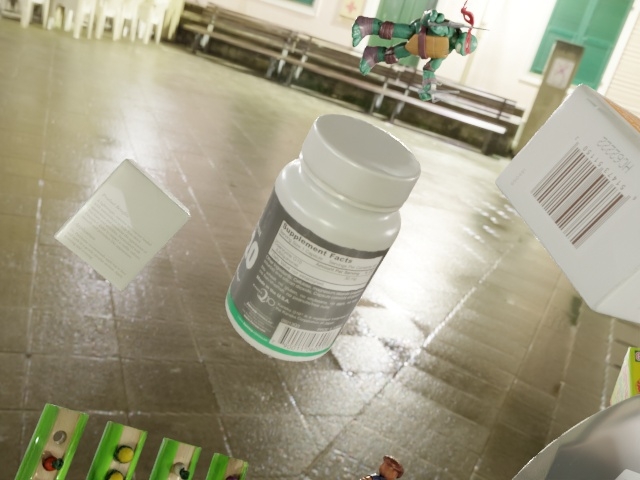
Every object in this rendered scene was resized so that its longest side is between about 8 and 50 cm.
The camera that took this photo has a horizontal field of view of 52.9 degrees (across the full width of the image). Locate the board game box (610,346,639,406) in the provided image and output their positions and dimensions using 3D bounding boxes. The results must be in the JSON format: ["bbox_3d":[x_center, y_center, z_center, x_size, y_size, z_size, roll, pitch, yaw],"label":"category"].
[{"bbox_3d":[0.492,0.255,1.008,0.043,0.181,0.092,5,51,17],"label":"board game box"}]

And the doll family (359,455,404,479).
[{"bbox_3d":[0.054,0.308,0.703,0.111,0.193,0.076,-34,64,-20],"label":"doll family"}]

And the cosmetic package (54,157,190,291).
[{"bbox_3d":[-0.353,-0.033,1.170,0.151,0.183,0.151,44,-5,-14],"label":"cosmetic package"}]

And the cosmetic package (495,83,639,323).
[{"bbox_3d":[0.468,-0.005,0.821,0.453,0.161,0.230,15,35,-34],"label":"cosmetic package"}]

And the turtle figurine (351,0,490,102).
[{"bbox_3d":[0.177,-0.329,1.100,0.234,0.175,0.118,10,47,23],"label":"turtle figurine"}]

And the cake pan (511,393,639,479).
[{"bbox_3d":[0.216,0.198,0.441,0.054,0.293,0.293,51,23,1],"label":"cake pan"}]

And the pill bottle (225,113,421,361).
[{"bbox_3d":[0.000,0.000,1.010,0.204,0.361,0.204,20,31,-13],"label":"pill bottle"}]

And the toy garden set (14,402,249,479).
[{"bbox_3d":[-0.198,0.303,0.660,0.244,0.203,0.049,28,-22,-30],"label":"toy garden set"}]
